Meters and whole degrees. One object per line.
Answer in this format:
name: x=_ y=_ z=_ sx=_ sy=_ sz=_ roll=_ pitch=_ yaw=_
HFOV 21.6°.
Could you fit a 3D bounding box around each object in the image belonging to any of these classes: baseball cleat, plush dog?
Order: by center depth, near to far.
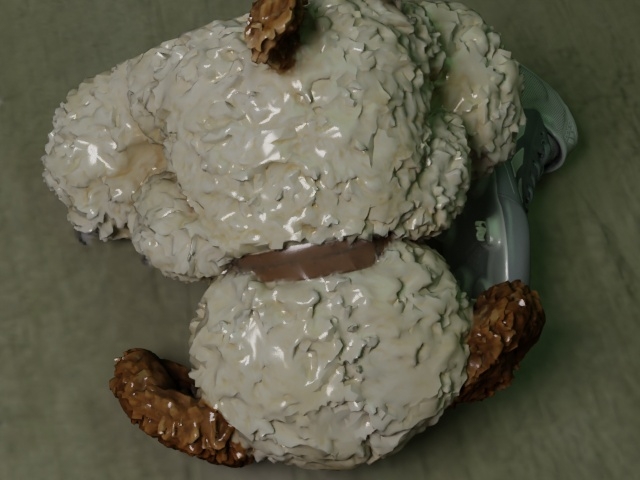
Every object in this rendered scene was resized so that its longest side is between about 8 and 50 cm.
plush dog: x=0.000 y=0.000 z=0.830 sx=0.262 sy=0.210 sz=0.225 roll=-12 pitch=89 yaw=-5
baseball cleat: x=0.114 y=-0.041 z=0.994 sx=0.109 sy=0.072 sz=0.206 roll=8 pitch=55 yaw=-26
